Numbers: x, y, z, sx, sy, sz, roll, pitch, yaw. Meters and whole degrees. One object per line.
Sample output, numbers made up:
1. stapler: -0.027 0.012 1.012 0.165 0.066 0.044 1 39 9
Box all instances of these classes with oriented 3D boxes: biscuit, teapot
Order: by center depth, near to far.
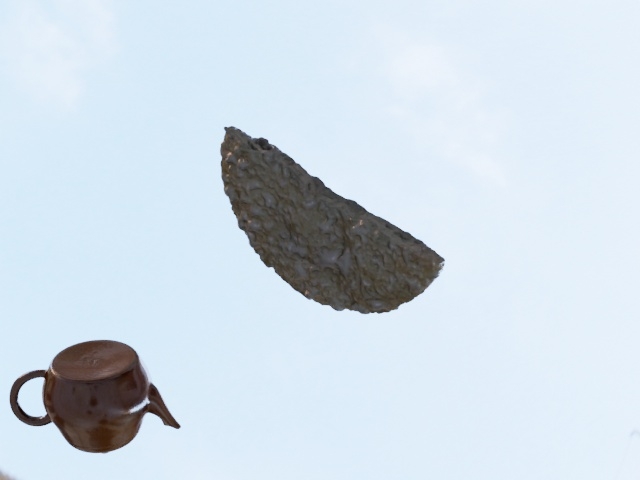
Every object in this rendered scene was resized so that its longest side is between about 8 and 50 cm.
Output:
1. biscuit: -0.004 0.000 1.463 0.250 0.032 0.133 33 -49 17
2. teapot: -0.226 0.165 1.553 0.173 0.116 0.116 0 -84 5
